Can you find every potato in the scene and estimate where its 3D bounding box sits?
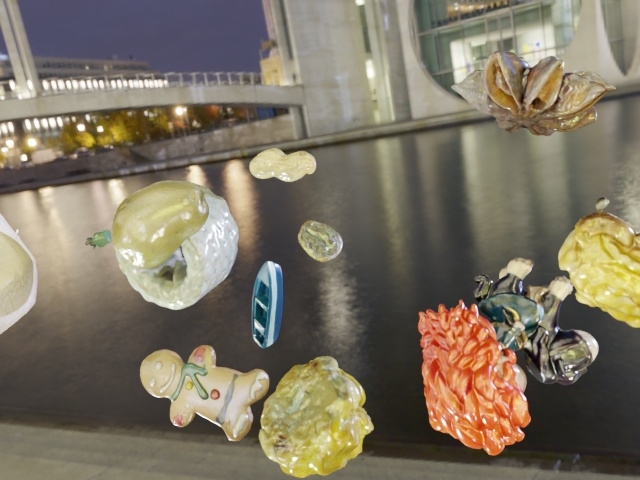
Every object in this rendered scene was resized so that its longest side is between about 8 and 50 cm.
[{"bbox_3d":[-0.307,-0.037,1.066,0.193,0.157,0.157,-24,10,10],"label":"potato"}]

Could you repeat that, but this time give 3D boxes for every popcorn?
[{"bbox_3d":[0.431,0.044,0.760,0.194,0.140,0.163,14,-27,11],"label":"popcorn"}]

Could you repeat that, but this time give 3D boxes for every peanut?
[{"bbox_3d":[-0.098,-0.195,1.425,0.186,0.082,0.082,9,19,24],"label":"peanut"}]

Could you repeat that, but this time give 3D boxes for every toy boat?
[{"bbox_3d":[-0.162,0.194,1.716,0.061,0.300,0.096,-10,31,-33],"label":"toy boat"}]

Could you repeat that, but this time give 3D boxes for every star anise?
[{"bbox_3d":[0.433,-0.297,1.154,0.314,0.108,0.315,15,-3,1],"label":"star anise"}]

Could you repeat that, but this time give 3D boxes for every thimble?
[{"bbox_3d":[-0.355,0.006,1.346,0.291,0.292,0.195,-4,20,26],"label":"thimble"}]

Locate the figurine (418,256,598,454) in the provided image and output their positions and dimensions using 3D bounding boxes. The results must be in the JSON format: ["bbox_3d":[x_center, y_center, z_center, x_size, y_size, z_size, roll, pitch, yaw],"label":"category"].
[{"bbox_3d":[0.378,0.227,1.139,0.411,0.306,0.241,-29,-3,-17],"label":"figurine"}]

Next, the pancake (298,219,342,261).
[{"bbox_3d":[-0.001,-0.001,1.219,0.108,0.108,0.017,-20,-22,-38],"label":"pancake"}]

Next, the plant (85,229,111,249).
[{"bbox_3d":[-0.697,0.001,1.722,0.102,0.051,0.051,-18,8,26],"label":"plant"}]

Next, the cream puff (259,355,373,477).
[{"bbox_3d":[0.012,0.495,1.491,0.291,0.257,0.324,-48,32,0],"label":"cream puff"}]

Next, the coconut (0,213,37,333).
[{"bbox_3d":[-0.742,0.045,1.027,0.346,0.361,0.346,-27,20,11],"label":"coconut"}]

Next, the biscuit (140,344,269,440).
[{"bbox_3d":[-0.282,0.345,1.282,0.301,0.197,0.049,20,-5,8],"label":"biscuit"}]
